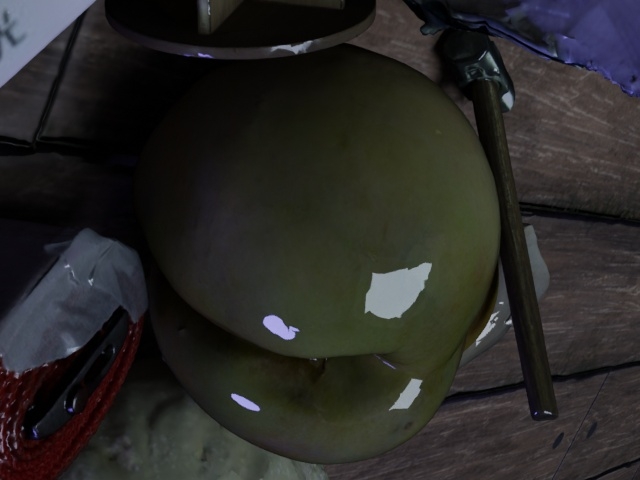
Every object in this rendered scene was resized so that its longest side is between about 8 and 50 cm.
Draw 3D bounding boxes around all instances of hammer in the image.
[{"bbox_3d":[0.169,-0.016,0.996,0.111,0.043,0.365,40,40,-60],"label":"hammer"}]

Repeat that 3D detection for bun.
[{"bbox_3d":[-0.128,0.264,0.883,0.365,0.219,0.365,-34,144,-29],"label":"bun"}]

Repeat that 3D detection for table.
[{"bbox_3d":[-0.047,-0.238,0.619,0.167,0.167,0.226,-29,132,-39],"label":"table"}]

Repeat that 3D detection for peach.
[{"bbox_3d":[0.000,0.001,0.768,0.292,0.248,0.292,-5,90,-85],"label":"peach"}]

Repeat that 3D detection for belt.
[{"bbox_3d":[-0.186,0.071,0.665,0.201,0.124,0.128,-61,150,-43],"label":"belt"}]

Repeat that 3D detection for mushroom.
[{"bbox_3d":[0.171,0.086,1.269,0.247,0.096,0.108,-41,171,-21],"label":"mushroom"}]

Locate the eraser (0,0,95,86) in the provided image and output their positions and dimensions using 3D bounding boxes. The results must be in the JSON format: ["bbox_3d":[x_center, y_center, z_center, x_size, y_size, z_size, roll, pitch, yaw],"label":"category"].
[{"bbox_3d":[-0.246,-0.088,0.530,0.287,0.086,0.130,-47,146,-18],"label":"eraser"}]

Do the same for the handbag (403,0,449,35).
[{"bbox_3d":[0.116,-0.357,0.767,0.303,0.122,0.329,-43,147,-21],"label":"handbag"}]

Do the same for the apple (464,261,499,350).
[{"bbox_3d":[0.082,0.030,1.025,0.155,0.183,0.182,-71,169,-52],"label":"apple"}]

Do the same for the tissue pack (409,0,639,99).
[{"bbox_3d":[0.277,-0.239,0.736,0.417,0.253,0.264,-11,127,-49],"label":"tissue pack"}]
